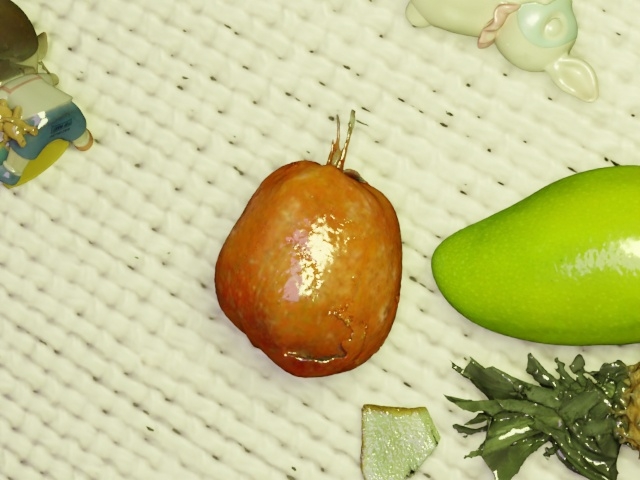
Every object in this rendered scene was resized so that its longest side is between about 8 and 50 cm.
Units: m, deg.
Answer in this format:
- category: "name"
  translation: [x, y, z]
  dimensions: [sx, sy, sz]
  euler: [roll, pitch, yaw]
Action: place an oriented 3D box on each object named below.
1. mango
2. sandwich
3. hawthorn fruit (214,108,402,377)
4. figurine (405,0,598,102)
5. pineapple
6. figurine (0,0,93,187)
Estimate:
- category: "mango"
  translation: [0.285, 0.019, 1.691]
  dimensions: [0.343, 0.156, 0.192]
  euler: [-5, 81, 18]
- category: "sandwich"
  translation: [0.091, 0.243, 1.807]
  dimensions: [0.093, 0.036, 0.105]
  euler: [6, 94, 13]
- category: "hawthorn fruit"
  translation: [0.000, 0.000, 1.736]
  dimensions: [0.211, 0.211, 0.299]
  euler: [18, 97, 13]
- category: "figurine"
  translation: [0.228, -0.260, 1.719]
  dimensions: [0.235, 0.127, 0.155]
  euler: [29, 89, 6]
- category: "pineapple"
  translation: [0.309, 0.196, 1.706]
  dimensions: [0.364, 0.165, 0.165]
  euler: [-7, 90, 22]
- category: "figurine"
  translation: [-0.397, -0.198, 1.863]
  dimensions: [0.275, 0.161, 0.158]
  euler: [56, 139, 9]
